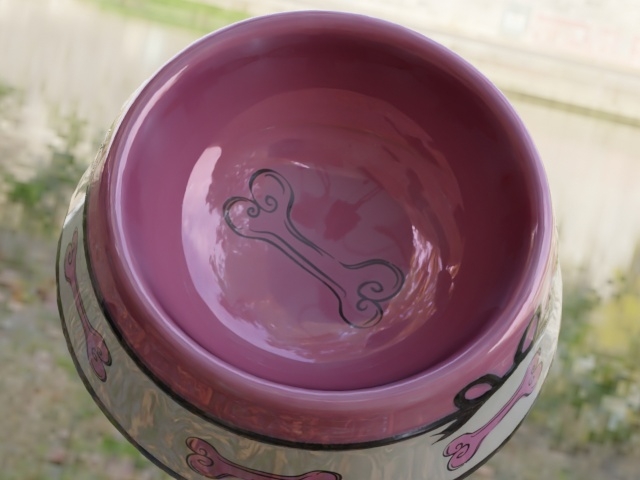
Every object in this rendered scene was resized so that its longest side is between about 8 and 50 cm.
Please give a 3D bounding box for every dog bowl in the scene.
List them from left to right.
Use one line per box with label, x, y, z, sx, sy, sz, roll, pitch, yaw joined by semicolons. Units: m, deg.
dog bowl;0.000;0.000;1.503;0.408;0.408;0.150;12;-26;1
